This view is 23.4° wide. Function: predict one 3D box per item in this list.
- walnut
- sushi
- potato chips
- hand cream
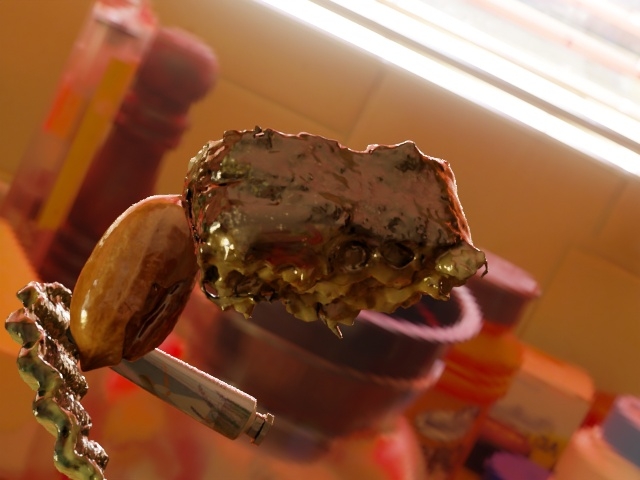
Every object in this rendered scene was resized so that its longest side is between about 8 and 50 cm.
[{"bbox_3d":[-0.188,0.046,1.580,0.116,0.207,0.116,30,-9,5],"label":"walnut"},{"bbox_3d":[0.000,0.000,1.120,0.213,0.147,0.115,8,62,-26],"label":"sushi"},{"bbox_3d":[-0.261,0.212,1.697,0.429,0.070,0.358,110,-40,-79],"label":"potato chips"},{"bbox_3d":[-0.172,0.155,1.758,0.256,0.055,0.088,31,-28,-6],"label":"hand cream"}]
